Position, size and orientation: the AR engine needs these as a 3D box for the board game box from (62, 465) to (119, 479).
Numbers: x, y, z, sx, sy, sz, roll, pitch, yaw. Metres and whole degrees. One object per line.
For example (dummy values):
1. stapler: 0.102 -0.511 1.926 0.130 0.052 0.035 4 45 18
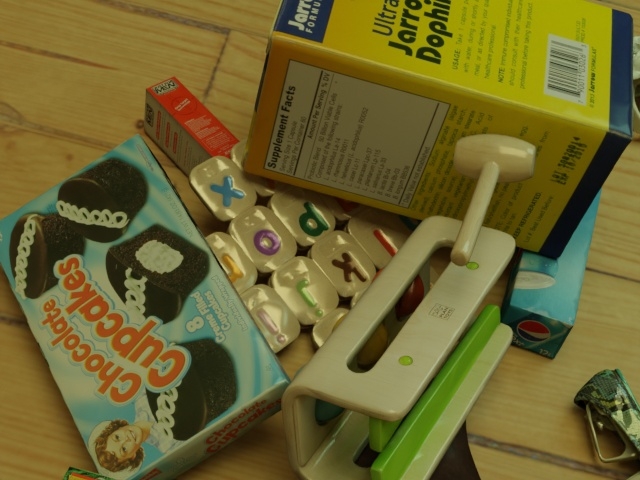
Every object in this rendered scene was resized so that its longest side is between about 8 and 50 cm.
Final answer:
1. board game box: -0.089 0.263 0.927 0.260 0.136 0.030 16 48 1

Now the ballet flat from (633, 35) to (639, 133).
1. ballet flat: 0.365 -0.192 1.378 0.409 0.147 0.147 -14 56 -19

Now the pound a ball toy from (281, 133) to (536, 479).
1. pound a ball toy: 0.081 0.055 1.010 0.136 0.208 0.319 14 40 25

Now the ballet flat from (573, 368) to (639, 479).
1. ballet flat: 0.312 0.216 1.092 0.070 0.070 0.188 -14 54 -20

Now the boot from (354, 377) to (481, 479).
1. boot: 0.121 0.211 1.015 0.248 0.090 0.207 5 47 13

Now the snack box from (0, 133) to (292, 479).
1. snack box: -0.179 0.067 1.070 0.187 0.060 0.322 -33 61 -2

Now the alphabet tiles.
1. alphabet tiles: 0.000 0.000 1.187 0.284 0.021 0.278 -35 80 -31

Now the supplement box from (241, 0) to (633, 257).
1. supplement box: 0.120 -0.155 1.158 0.357 0.194 0.195 16 50 -3

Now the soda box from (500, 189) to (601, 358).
1. soda box: 0.252 0.021 1.222 0.071 0.067 0.210 19 51 5

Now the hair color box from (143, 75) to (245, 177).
1. hair color box: -0.141 -0.112 1.252 0.043 0.072 0.141 -31 64 -31
